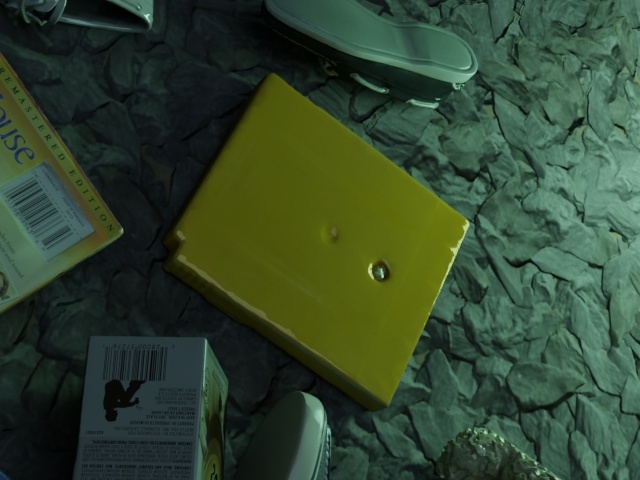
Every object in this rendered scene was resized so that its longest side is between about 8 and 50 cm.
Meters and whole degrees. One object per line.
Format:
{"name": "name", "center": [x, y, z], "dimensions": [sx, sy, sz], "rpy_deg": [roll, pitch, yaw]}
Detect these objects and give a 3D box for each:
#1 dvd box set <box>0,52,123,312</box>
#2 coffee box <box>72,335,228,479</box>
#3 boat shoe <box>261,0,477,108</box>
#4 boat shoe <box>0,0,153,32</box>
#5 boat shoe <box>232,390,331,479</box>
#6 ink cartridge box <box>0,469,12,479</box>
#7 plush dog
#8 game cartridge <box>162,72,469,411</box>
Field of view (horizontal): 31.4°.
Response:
{"name": "dvd box set", "center": [-0.441, -0.023, 1.089], "dimensions": [0.420, 0.062, 0.308], "rpy_deg": [-37, 95, -33]}
{"name": "coffee box", "center": [-0.160, 0.256, 1.073], "dimensions": [0.118, 0.168, 0.297], "rpy_deg": [0, 69, 4]}
{"name": "boat shoe", "center": [0.052, -0.235, 1.428], "dimensions": [0.302, 0.091, 0.114], "rpy_deg": [17, 47, -23]}
{"name": "boat shoe", "center": [-0.298, -0.277, 1.236], "dimensions": [0.258, 0.095, 0.084], "rpy_deg": [0, 70, -29]}
{"name": "boat shoe", "center": [-0.019, 0.341, 1.190], "dimensions": [0.158, 0.127, 0.341], "rpy_deg": [25, 72, -26]}
{"name": "ink cartridge box", "center": [-0.429, 0.309, 0.891], "dimensions": [0.270, 0.151, 0.395], "rpy_deg": [53, 55, -30]}
{"name": "plush dog", "center": [0.222, 0.374, 1.290], "dimensions": [0.262, 0.210, 0.225], "rpy_deg": [39, 85, -12]}
{"name": "game cartridge", "center": [0.000, 0.000, 1.351], "dimensions": [0.323, 0.052, 0.285], "rpy_deg": [36, 60, -13]}
